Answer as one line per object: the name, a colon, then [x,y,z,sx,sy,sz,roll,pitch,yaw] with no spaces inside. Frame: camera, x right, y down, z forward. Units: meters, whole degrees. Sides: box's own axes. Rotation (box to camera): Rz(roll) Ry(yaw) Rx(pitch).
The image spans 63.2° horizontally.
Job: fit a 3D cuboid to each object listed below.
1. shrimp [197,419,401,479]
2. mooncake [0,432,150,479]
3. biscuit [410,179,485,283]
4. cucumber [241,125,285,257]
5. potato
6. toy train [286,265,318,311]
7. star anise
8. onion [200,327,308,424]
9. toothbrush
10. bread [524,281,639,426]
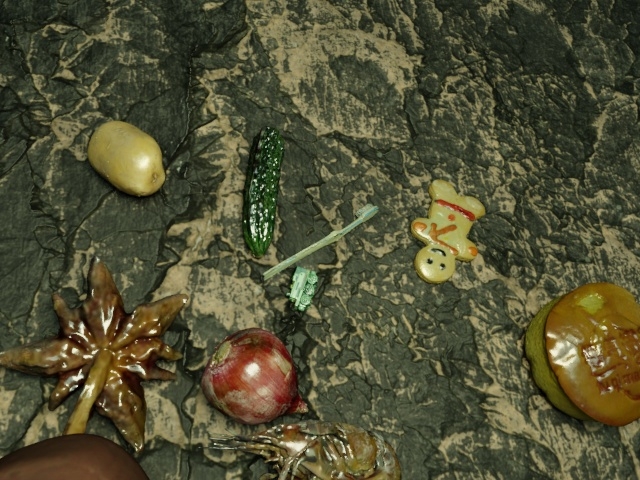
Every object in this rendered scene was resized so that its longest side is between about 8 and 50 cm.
shrimp: [-0.027,0.363,0.851,0.343,0.116,0.145,15,65,-11]
mooncake: [-0.364,0.431,0.692,0.334,0.174,0.326,18,86,-10]
biscuit: [0.267,-0.013,1.104,0.153,0.030,0.234,27,66,3]
cucumber: [-0.118,-0.098,1.038,0.077,0.077,0.265,9,66,-7]
potato: [-0.370,-0.159,0.998,0.178,0.118,0.109,37,31,19]
toy train: [-0.036,0.094,1.002,0.053,0.033,0.083,18,67,2]
star anise: [-0.361,0.201,0.859,0.292,0.109,0.349,38,68,11]
onion: [-0.099,0.241,0.875,0.195,0.159,0.159,43,66,-17]
toothbrush: [0.003,0.004,1.048,0.294,0.026,0.028,-34,60,-21]
bread: [0.534,0.218,0.998,0.270,0.148,0.270,3,68,-9]
